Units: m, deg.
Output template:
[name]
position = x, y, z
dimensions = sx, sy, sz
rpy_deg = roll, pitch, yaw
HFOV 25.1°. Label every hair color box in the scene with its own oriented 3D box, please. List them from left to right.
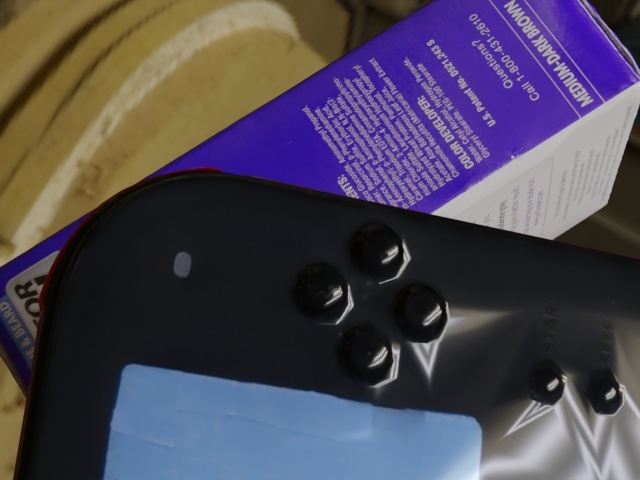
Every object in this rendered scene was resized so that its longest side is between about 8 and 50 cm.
[hair color box]
position = 0.000, 0.000, 0.782
dimensions = 0.339, 0.110, 0.185
rpy_deg = -33, 162, -6

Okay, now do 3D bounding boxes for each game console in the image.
[game console]
position = 0.042, 0.182, 0.542
dimensions = 0.060, 0.342, 0.386
rpy_deg = 145, -46, -71
